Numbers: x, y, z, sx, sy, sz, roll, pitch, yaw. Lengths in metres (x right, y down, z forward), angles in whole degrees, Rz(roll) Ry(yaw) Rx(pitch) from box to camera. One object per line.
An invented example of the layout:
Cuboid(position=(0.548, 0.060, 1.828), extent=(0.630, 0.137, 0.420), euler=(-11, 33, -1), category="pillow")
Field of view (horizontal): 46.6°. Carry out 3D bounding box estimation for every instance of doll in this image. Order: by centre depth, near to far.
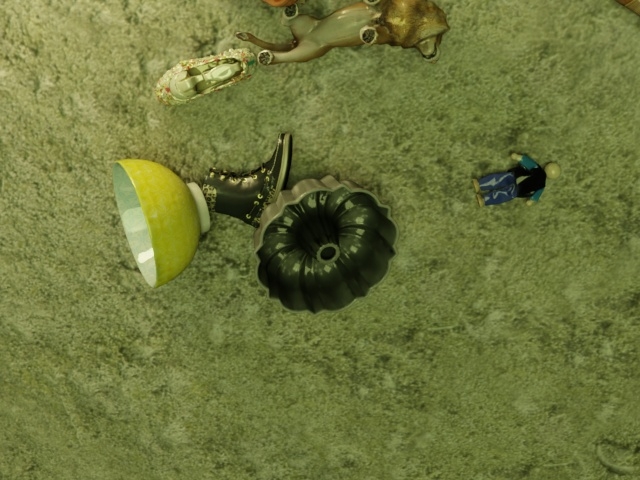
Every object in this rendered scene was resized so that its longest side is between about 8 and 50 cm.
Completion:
Cuboid(position=(0.434, -0.133, 1.635), extent=(0.189, 0.046, 0.129), euler=(-15, 110, 10), category="doll")

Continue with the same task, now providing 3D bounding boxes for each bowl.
Cuboid(position=(-0.334, -0.053, 1.628), extent=(0.156, 0.289, 0.289), euler=(-17, 112, -23), category="bowl")

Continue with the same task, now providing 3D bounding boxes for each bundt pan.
Cuboid(position=(0.000, 0.000, 1.638), extent=(0.331, 0.124, 0.330), euler=(-9, 122, -14), category="bundt pan")

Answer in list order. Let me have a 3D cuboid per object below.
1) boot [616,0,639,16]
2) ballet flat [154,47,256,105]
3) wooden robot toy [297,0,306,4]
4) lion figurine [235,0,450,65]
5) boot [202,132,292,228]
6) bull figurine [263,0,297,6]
Cuboid(position=(0.647, -0.552, 1.450), extent=(0.152, 0.073, 0.197), euler=(40, 103, -5), category="boot")
Cuboid(position=(-0.252, -0.349, 1.582), extent=(0.241, 0.077, 0.091), euler=(-20, 109, 12), category="ballet flat")
Cuboid(position=(-0.071, -0.506, 1.501), extent=(0.173, 0.079, 0.076), euler=(38, 101, 29), category="wooden robot toy")
Cuboid(position=(0.052, -0.422, 1.491), extent=(0.392, 0.240, 0.142), euler=(3, 102, 20), category="lion figurine")
Cuboid(position=(-0.164, -0.142, 1.650), extent=(0.179, 0.085, 0.236), euler=(16, 114, 0), category="boot")
Cuboid(position=(-0.127, -0.545, 1.430), extent=(0.310, 0.101, 0.188), euler=(35, 95, 33), category="bull figurine")
